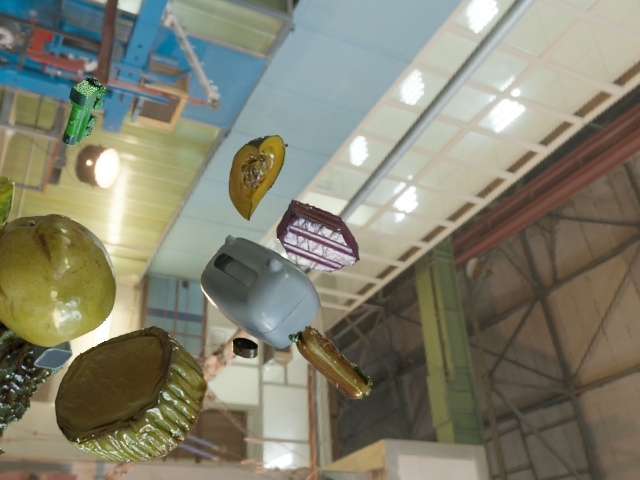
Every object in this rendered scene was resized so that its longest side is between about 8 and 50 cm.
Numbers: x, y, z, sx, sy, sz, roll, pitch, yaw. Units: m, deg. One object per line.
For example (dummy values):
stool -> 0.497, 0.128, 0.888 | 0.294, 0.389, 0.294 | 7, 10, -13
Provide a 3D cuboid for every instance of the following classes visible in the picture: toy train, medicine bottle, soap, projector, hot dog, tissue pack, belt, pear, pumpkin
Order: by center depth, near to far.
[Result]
hot dog -> 0.021, 0.226, 1.255 | 0.055, 0.188, 0.072 | -47, -176, -22
pear -> -0.633, 0.090, 1.589 | 0.314, 0.315, 0.314 | -39, -135, 54
projector -> -0.733, 0.291, 1.827 | 0.083, 0.083, 0.082 | -43, -129, 19
belt -> -0.209, 0.297, 1.837 | 0.083, 0.059, 0.036 | 19, -67, 38
tissue pack -> -0.180, 0.132, 1.875 | 0.333, 0.236, 0.229 | 25, -112, 44
toy train -> -0.747, -0.399, 2.092 | 0.251, 0.085, 0.119 | -54, -173, 39
pumpkin -> -0.200, -0.222, 2.148 | 0.111, 0.163, 0.278 | 26, -61, 27
medicine bottle -> -1.043, -0.078, 2.152 | 0.111, 0.076, 0.309 | -42, 168, -47
soap -> 0.000, 0.000, 2.183 | 0.182, 0.289, 0.112 | -55, -158, 36

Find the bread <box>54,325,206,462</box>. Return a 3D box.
bread -> -0.340, 0.280, 1.221 | 0.254, 0.142, 0.227 | -13, -136, 16

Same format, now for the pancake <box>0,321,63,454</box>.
pancake -> -0.918, 0.414, 1.885 | 0.067, 0.305, 0.426 | 1, -128, 42
